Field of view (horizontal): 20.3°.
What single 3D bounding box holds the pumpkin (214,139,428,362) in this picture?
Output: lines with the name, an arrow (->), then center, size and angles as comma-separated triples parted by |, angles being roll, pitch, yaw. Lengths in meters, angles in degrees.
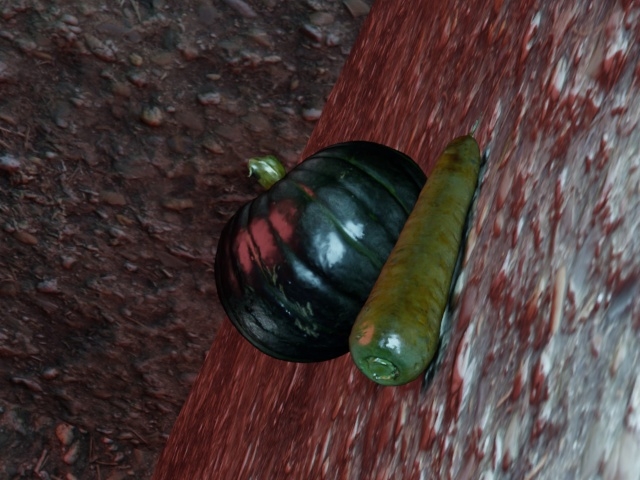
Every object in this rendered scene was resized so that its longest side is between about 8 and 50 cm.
pumpkin -> 0.000, 0.000, 1.798 | 0.250, 0.216, 0.250 | -35, 4, 3

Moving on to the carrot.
carrot -> 0.101, 0.000, 1.607 | 0.078, 0.078, 0.298 | 120, 174, -57
